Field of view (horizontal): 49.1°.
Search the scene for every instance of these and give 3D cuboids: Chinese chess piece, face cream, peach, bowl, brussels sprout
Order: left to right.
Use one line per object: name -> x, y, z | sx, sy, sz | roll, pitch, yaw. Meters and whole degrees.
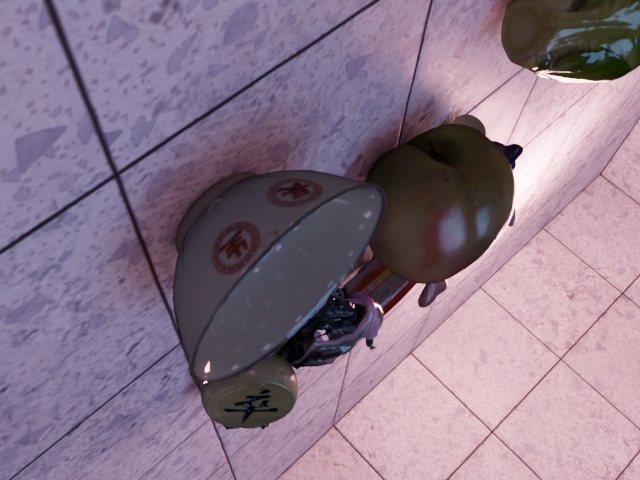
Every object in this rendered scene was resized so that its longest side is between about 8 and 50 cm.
Chinese chess piece -> -0.137, 0.292, 1.359 | 0.189, 0.083, 0.188 | -5, 138, -5
bowl -> -0.082, 0.013, 0.914 | 0.337, 0.157, 0.337 | -41, 161, -17
peach -> 0.205, -0.057, 1.238 | 0.292, 0.248, 0.292 | -37, 138, -42
face cream -> 0.259, -0.171, 1.440 | 0.114, 0.070, 0.224 | -37, 172, -24
brussels sprout -> 0.425, -0.362, 1.159 | 0.272, 0.219, 0.210 | -14, 130, -25

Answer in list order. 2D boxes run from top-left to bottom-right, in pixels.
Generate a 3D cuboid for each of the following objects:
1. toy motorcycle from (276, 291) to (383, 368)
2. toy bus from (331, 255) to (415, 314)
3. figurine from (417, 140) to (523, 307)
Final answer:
toy motorcycle -> 0.012, 0.192, 1.454 | 0.188, 0.143, 0.327 | -5, 156, -28
toy bus -> 0.114, 0.116, 1.600 | 0.265, 0.120, 0.121 | -41, 162, -13
figurine -> 0.319, -0.047, 1.558 | 0.421, 0.193, 0.154 | -42, 147, -18
